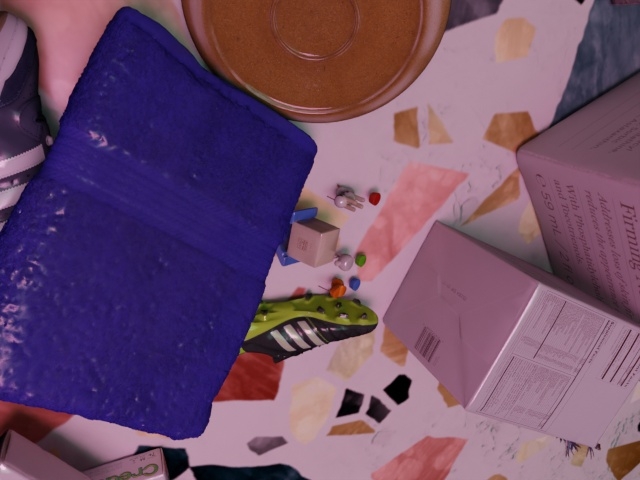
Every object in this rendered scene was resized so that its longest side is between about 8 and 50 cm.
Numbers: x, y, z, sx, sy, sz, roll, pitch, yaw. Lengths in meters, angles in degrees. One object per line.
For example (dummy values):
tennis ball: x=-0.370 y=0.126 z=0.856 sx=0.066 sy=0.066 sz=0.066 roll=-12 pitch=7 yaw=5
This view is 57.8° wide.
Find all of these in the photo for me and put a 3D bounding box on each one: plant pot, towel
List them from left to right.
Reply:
towel: x=-0.141 y=-0.003 z=0.496 sx=0.228 sy=0.076 sz=0.308 roll=31 pitch=73 yaw=-37
plant pot: x=-0.004 y=-0.194 z=0.499 sx=0.236 sy=0.032 sz=0.236 roll=1 pitch=136 yaw=1

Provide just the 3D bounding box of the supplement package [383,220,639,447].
supplement package: x=0.222 y=0.103 z=0.669 sx=0.203 sy=0.194 sz=0.149 roll=22 pitch=101 yaw=-25

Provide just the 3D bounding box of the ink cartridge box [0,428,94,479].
ink cartridge box: x=-0.240 y=0.366 z=0.605 sx=0.176 sy=0.069 sz=0.371 roll=-44 pitch=114 yaw=-3

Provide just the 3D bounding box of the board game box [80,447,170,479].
board game box: x=-0.309 y=0.365 z=0.646 sx=0.305 sy=0.053 sz=0.193 roll=-13 pitch=113 yaw=-16

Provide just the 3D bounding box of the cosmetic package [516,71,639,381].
cosmetic package: x=0.494 y=-0.006 z=0.619 sx=0.327 sy=0.394 sz=0.329 roll=-31 pitch=116 yaw=-7

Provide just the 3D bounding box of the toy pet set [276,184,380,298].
toy pet set: x=0.000 y=0.000 z=0.637 sx=0.114 sy=0.065 sz=0.122 roll=-16 pitch=123 yaw=-53

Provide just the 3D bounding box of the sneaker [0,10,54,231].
sneaker: x=-0.242 y=-0.035 z=0.501 sx=0.153 sy=0.099 sz=0.282 roll=12 pitch=94 yaw=-37

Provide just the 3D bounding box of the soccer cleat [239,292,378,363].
soccer cleat: x=-0.023 y=0.101 z=0.658 sx=0.179 sy=0.060 sz=0.072 roll=0 pitch=119 yaw=-14

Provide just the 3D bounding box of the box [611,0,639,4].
box: x=0.403 y=-0.399 z=0.629 sx=0.231 sy=0.056 sz=0.183 roll=-34 pitch=118 yaw=-6

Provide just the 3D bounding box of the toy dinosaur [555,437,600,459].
toy dinosaur: x=0.409 y=0.306 z=0.904 sx=0.082 sy=0.047 sz=0.090 roll=-2 pitch=100 yaw=-39
